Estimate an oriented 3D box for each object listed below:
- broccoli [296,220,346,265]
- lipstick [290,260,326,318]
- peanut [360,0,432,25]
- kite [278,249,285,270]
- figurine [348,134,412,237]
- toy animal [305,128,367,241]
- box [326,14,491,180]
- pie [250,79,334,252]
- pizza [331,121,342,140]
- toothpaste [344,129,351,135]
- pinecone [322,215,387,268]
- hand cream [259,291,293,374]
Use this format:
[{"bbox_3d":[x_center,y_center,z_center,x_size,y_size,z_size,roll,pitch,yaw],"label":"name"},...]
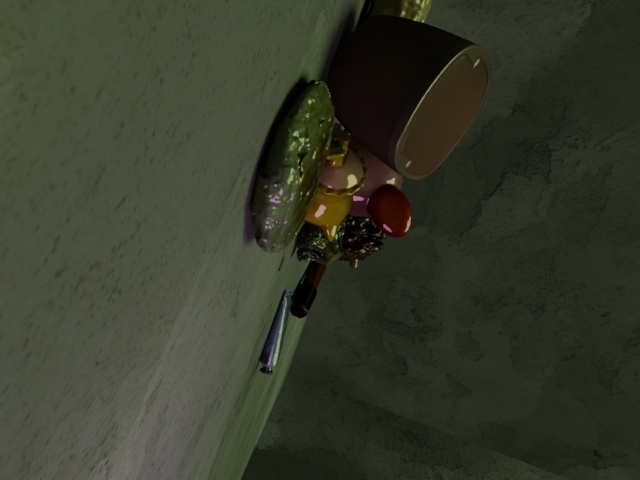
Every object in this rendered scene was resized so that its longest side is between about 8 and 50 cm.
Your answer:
[{"bbox_3d":[0.000,0.000,1.726,0.162,0.137,0.145,-30,157,-15],"label":"broccoli"},{"bbox_3d":[-0.041,0.169,2.375,0.418,0.077,0.077,-65,174,-66],"label":"lipstick"},{"bbox_3d":[0.159,-0.481,1.366,0.153,0.140,0.325,-29,143,-42],"label":"peanut"},{"bbox_3d":[-0.091,0.045,1.536,0.044,0.002,0.078,-62,171,-67],"label":"kite"},{"bbox_3d":[0.107,-0.160,1.590,0.261,0.270,0.211,-84,-174,-67],"label":"figurine"},{"bbox_3d":[0.022,-0.119,1.272,0.229,0.156,0.156,98,12,-56],"label":"toy animal"},{"bbox_3d":[0.162,-0.288,1.224,0.301,0.216,0.301,-42,155,-25],"label":"box"},{"bbox_3d":[-0.036,-0.114,0.990,0.306,0.071,0.306,19,90,-88],"label":"pie"},{"bbox_3d":[0.011,-0.203,1.435,0.099,0.036,0.159,65,45,-85],"label":"pizza"},{"bbox_3d":[0.100,-0.349,1.945,0.062,0.039,0.239,100,12,-48],"label":"toothpaste"},{"bbox_3d":[0.092,-0.042,1.983,0.243,0.244,0.257,-63,152,-61],"label":"pinecone"},{"bbox_3d":[-0.126,0.277,1.888,0.088,0.055,0.255,27,81,-78],"label":"hand cream"}]
